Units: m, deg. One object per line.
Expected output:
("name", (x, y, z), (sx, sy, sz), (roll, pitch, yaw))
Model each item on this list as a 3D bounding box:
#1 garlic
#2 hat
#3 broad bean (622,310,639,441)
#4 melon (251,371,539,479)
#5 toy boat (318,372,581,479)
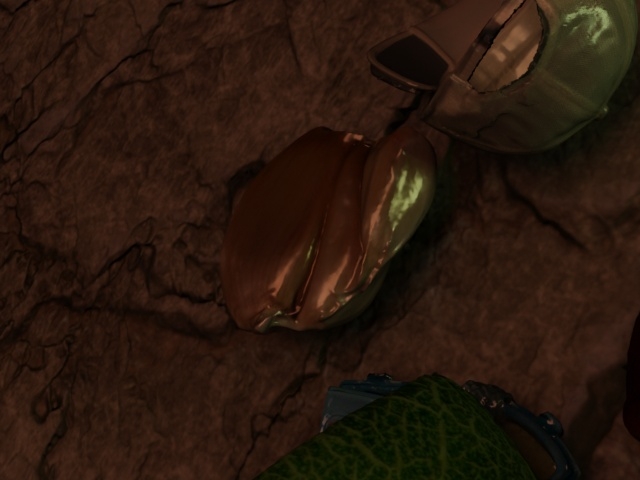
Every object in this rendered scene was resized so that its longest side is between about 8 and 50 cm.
("garlic", (0.000, 0.000, 0.967), (0.217, 0.110, 0.228), (13, 68, 48))
("hat", (0.171, -0.186, 0.911), (0.232, 0.161, 0.275), (-42, 31, 14))
("broad bean", (0.286, 0.082, 0.760), (0.114, 0.084, 0.165), (5, 67, 37))
("melon", (0.066, 0.315, 0.694), (0.343, 0.331, 0.226), (46, 143, 21))
("toy boat", (0.100, 0.165, 0.837), (0.237, 0.098, 0.109), (5, 77, 34))
